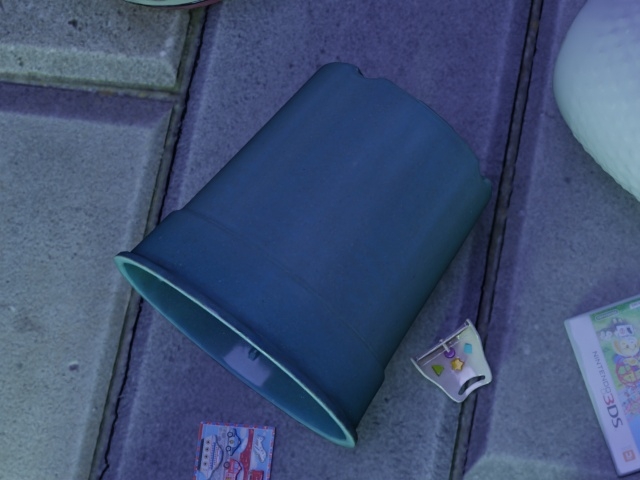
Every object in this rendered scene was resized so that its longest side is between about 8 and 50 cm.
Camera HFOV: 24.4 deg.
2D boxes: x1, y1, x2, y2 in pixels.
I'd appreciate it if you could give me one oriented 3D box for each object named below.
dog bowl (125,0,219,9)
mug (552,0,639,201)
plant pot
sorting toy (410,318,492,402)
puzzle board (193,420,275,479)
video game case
[{"bbox_3d":[-0.194,-0.489,1.957,0.407,0.150,0.408,-4,72,13],"label":"dog bowl"},{"bbox_3d":[0.468,-0.176,1.658,0.328,0.276,0.374,34,54,28],"label":"mug"},{"bbox_3d":[0.000,0.000,1.688,0.341,0.341,0.334,33,76,20],"label":"plant pot"},{"bbox_3d":[0.162,0.147,1.740,0.083,0.045,0.075,-34,76,2],"label":"sorting toy"},{"bbox_3d":[-0.108,0.284,1.783,0.096,0.011,0.128,3,74,15],"label":"puzzle board"},{"bbox_3d":[0.408,0.146,1.685,0.212,0.023,0.193,-20,71,8],"label":"video game case"}]
